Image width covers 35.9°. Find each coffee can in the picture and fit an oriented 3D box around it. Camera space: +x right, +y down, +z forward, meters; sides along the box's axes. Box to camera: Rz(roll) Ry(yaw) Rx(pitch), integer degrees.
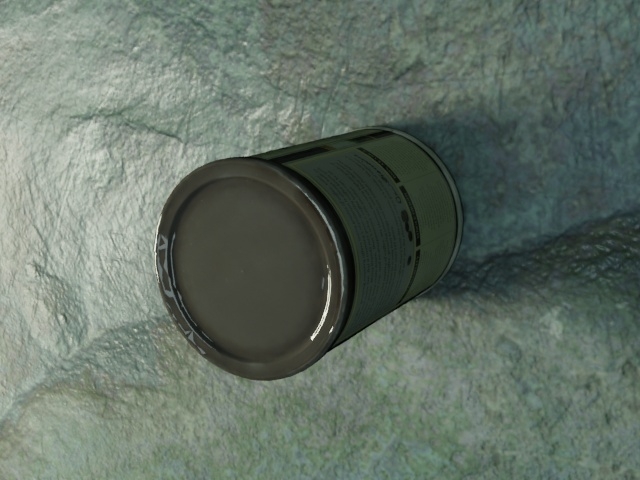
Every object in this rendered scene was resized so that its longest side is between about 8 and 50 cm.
[{"bbox_3d":[0.000,0.000,0.980,0.202,0.275,0.201,7,105,28],"label":"coffee can"}]
